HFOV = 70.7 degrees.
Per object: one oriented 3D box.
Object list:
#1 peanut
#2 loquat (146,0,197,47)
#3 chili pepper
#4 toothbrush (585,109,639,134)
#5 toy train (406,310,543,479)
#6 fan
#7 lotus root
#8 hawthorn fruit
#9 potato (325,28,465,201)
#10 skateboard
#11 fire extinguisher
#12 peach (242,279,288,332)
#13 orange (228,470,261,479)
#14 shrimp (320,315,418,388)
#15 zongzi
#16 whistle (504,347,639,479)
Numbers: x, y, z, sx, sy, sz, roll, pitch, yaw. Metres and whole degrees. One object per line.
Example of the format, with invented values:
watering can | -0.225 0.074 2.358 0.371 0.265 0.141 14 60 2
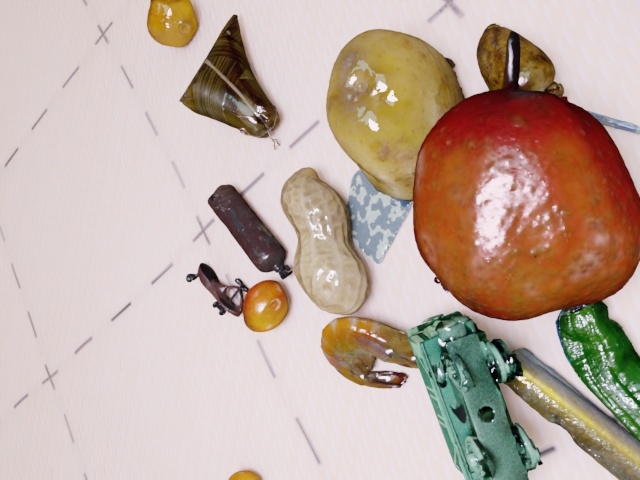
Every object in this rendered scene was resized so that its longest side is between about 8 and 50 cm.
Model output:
peanut | 0.000 0.000 0.851 0.136 0.120 0.298 -22 74 21
loquat | -0.363 -0.538 1.095 0.137 0.113 0.137 17 113 47
chili pepper | 0.424 0.189 0.638 0.098 0.061 0.224 -37 72 17
toothbrush | 0.448 -0.176 0.673 0.219 0.016 0.019 27 98 28
toy train | 0.231 0.235 0.662 0.115 0.154 0.269 -20 88 -2
fan | 0.111 -0.078 0.854 0.131 0.009 0.240 11 91 27
lotus root | 0.299 -0.279 0.721 0.094 0.108 0.190 -18 63 -10
hawthorn fruit | 0.263 -0.082 0.604 0.285 0.285 0.369 0 104 29
potato | 0.112 -0.219 0.747 0.242 0.242 0.285 10 92 29
skateboard | -0.219 0.104 1.002 0.151 0.067 0.080 42 96 19
fire extinguisher | -0.142 -0.013 0.946 0.072 0.089 0.267 -31 66 -23
peach | -0.114 0.134 0.913 0.101 0.101 0.100 -2 86 29
orange | -0.158 0.518 0.928 0.083 0.070 0.083 -5 81 32
shrimp | 0.115 0.207 0.798 0.249 0.068 0.150 6 120 24
zongzi | -0.154 -0.355 0.970 0.248 0.111 0.241 28 94 22
whistle | 0.404 0.284 0.643 0.326 0.057 0.068 40 105 25
